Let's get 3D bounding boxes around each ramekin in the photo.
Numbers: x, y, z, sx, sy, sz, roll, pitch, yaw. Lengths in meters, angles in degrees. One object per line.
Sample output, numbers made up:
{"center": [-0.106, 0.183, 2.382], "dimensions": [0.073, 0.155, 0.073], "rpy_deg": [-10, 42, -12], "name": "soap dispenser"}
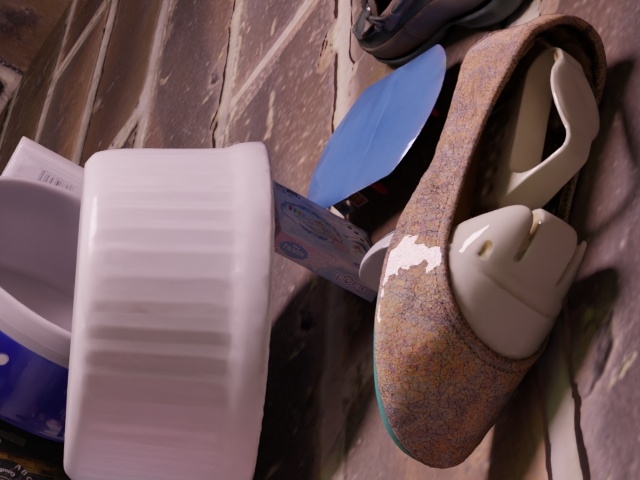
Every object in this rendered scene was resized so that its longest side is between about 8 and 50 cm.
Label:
{"center": [-0.117, 0.060, 1.307], "dimensions": [0.277, 0.135, 0.277], "rpy_deg": [-177, 90, -82], "name": "ramekin"}

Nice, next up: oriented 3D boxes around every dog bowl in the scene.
{"center": [-0.232, 0.061, 1.566], "dimensions": [0.104, 0.265, 0.265], "rpy_deg": [-58, 19, 22], "name": "dog bowl"}

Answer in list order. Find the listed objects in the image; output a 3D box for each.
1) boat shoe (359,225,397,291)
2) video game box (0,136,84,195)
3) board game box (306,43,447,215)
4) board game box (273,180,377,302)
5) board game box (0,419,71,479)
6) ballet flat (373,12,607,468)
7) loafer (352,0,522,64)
{"center": [0.081, -0.008, 1.181], "dimensions": [0.142, 0.049, 0.040], "rpy_deg": [-35, 26, 42], "name": "boat shoe"}
{"center": [-0.259, 0.023, 1.790], "dimensions": [0.187, 0.205, 0.048], "rpy_deg": [-58, 15, 11], "name": "video game box"}
{"center": [0.055, -0.078, 1.369], "dimensions": [0.168, 0.033, 0.133], "rpy_deg": [-27, 33, 52], "name": "board game box"}
{"center": [0.000, 0.000, 1.307], "dimensions": [0.020, 0.090, 0.090], "rpy_deg": [-56, 19, 18], "name": "board game box"}
{"center": [-0.257, 0.229, 1.519], "dimensions": [0.126, 0.186, 0.026], "rpy_deg": [-63, 16, -5], "name": "board game box"}
{"center": [0.109, -0.017, 1.033], "dimensions": [0.106, 0.107, 0.316], "rpy_deg": [-27, 39, 45], "name": "ballet flat"}
{"center": [0.080, -0.208, 1.394], "dimensions": [0.267, 0.084, 0.096], "rpy_deg": [-11, 54, 67], "name": "loafer"}
